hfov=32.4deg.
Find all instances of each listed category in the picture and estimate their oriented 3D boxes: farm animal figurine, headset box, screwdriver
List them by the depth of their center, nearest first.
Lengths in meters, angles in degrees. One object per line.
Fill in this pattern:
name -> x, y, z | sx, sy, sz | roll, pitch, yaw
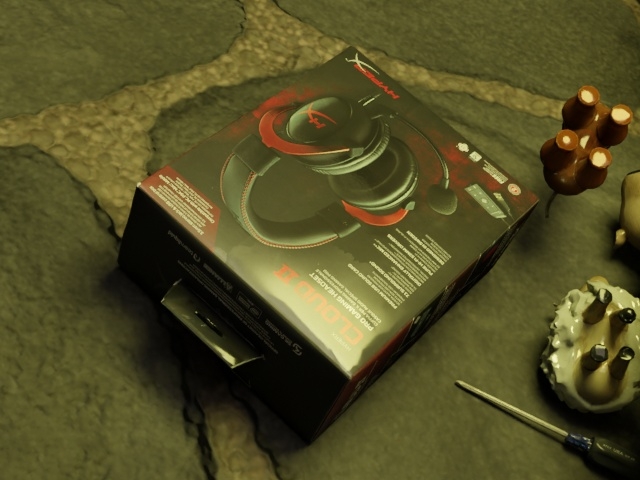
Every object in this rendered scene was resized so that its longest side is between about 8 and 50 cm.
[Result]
headset box -> 0.000, 0.000, 0.885 | 0.218, 0.110, 0.293 | 42, 52, 13
screwdriver -> 0.186, 0.155, 0.894 | 0.170, 0.024, 0.025 | 21, 79, 5
farm animal figurine -> 0.349, -0.004, 0.975 | 0.331, 0.172, 0.326 | 1, 71, -2
